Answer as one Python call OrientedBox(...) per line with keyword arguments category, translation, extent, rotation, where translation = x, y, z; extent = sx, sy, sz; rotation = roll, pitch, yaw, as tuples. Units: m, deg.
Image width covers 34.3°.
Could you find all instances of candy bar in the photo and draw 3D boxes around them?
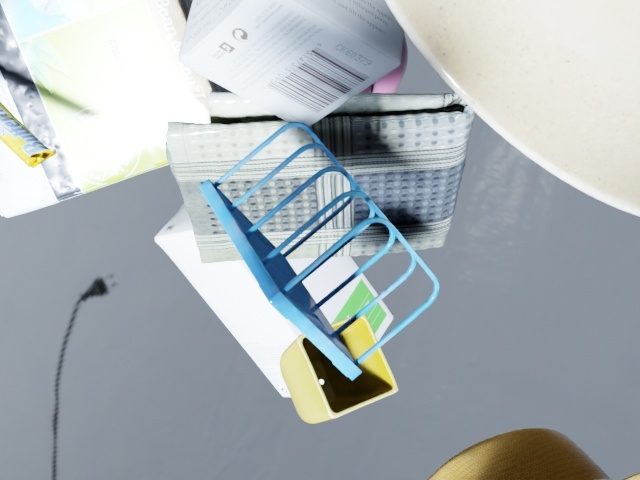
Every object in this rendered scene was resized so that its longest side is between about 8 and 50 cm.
OrientedBox(category="candy bar", translation=(-0.359, -0.135, 1.170), extent=(0.040, 0.161, 0.018), rotation=(-32, 154, -36))

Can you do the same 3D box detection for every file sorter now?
OrientedBox(category="file sorter", translation=(0.000, 0.000, 0.826), extent=(0.104, 0.170, 0.118), rotation=(-40, 130, 4))

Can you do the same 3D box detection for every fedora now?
OrientedBox(category="fedora", translation=(0.107, 0.163, 0.584), extent=(0.194, 0.079, 0.194), rotation=(-21, 143, -17))

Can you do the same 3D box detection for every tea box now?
OrientedBox(category="tea box", translation=(-0.300, -0.249, 1.343), extent=(0.324, 0.220, 0.328), rotation=(-19, 105, 9))

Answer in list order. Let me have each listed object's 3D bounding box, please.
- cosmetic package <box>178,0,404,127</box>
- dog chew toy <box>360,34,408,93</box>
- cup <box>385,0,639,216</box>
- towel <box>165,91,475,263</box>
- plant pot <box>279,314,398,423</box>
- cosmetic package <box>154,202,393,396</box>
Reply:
OrientedBox(category="cosmetic package", translation=(-0.018, -0.236, 0.967), extent=(0.151, 0.151, 0.183), rotation=(26, 56, -28))
OrientedBox(category="dog chew toy", translation=(0.011, -0.284, 1.779), extent=(0.332, 0.207, 0.206), rotation=(-47, 136, -42))
OrientedBox(category="cup", translation=(0.213, -0.205, 0.647), extent=(0.237, 0.331, 0.331), rotation=(-44, 132, -11))
OrientedBox(category="towel", translation=(-0.003, -0.067, 1.172), extent=(0.325, 0.056, 0.312), rotation=(-4, 154, -1))
OrientedBox(category="plant pot", translation=(0.008, 0.129, 0.982), extent=(0.081, 0.083, 0.081), rotation=(-17, 76, -34))
OrientedBox(category="cosmetic package", translation=(-0.067, 0.062, 1.665), extent=(0.365, 0.155, 0.197), rotation=(54, 51, -25))
